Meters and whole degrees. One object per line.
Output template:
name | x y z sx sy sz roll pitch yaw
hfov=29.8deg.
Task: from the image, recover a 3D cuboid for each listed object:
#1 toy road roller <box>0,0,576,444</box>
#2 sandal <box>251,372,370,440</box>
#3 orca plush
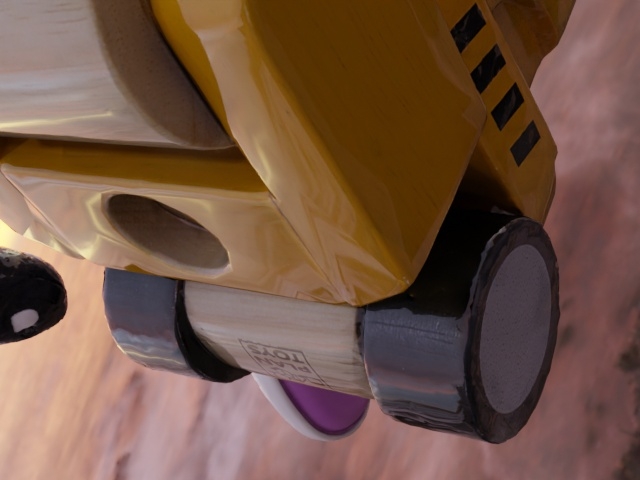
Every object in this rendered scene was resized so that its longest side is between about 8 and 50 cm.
toy road roller | -0.012 -0.084 0.504 0.202 0.329 0.241 7 60 34
sandal | -0.008 0.008 1.062 0.102 0.416 0.169 2 31 34
orca plush | -0.345 0.014 0.970 0.102 0.287 0.151 120 166 -49
